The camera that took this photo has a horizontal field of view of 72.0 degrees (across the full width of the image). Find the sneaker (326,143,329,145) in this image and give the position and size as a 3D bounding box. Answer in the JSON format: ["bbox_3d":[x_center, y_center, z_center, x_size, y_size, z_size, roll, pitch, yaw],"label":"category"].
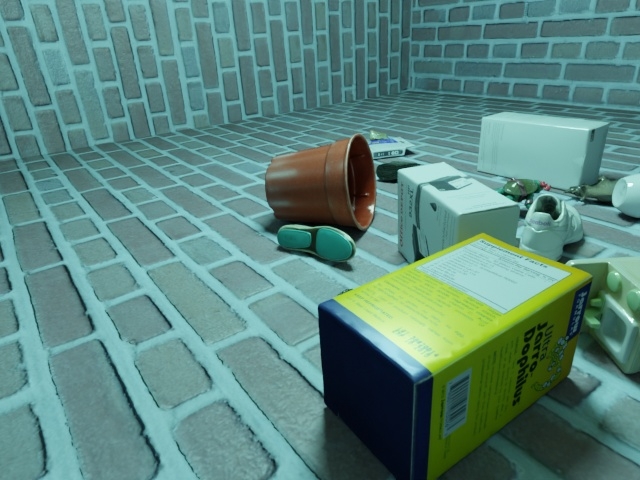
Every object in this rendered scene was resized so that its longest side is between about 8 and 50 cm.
[{"bbox_3d":[0.076,-0.311,1.786,0.110,0.106,0.275,7,25,-24],"label":"sneaker"}]

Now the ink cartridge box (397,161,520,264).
[{"bbox_3d":[0.281,-0.021,0.975,0.129,0.223,0.307,-9,26,-9],"label":"ink cartridge box"}]

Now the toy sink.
[{"bbox_3d":[0.539,0.121,0.728,0.235,0.152,0.131,-2,26,2],"label":"toy sink"}]

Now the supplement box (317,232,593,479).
[{"bbox_3d":[0.199,0.152,0.657,0.357,0.195,0.194,-19,30,-28],"label":"supplement box"}]

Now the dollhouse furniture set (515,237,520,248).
[{"bbox_3d":[0.409,0.025,1.024,0.115,0.081,0.091,1,26,10],"label":"dollhouse furniture set"}]

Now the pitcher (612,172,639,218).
[{"bbox_3d":[0.941,-0.132,1.234,0.207,0.125,0.177,9,37,9],"label":"pitcher"}]

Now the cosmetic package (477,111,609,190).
[{"bbox_3d":[0.771,-0.325,1.563,0.156,0.217,0.385,-22,33,-34],"label":"cosmetic package"}]

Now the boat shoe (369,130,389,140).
[{"bbox_3d":[0.289,-0.513,2.167,0.056,0.048,0.153,-12,1,41],"label":"boat shoe"}]

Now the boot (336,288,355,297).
[{"bbox_3d":[0.099,0.125,0.904,0.121,0.045,0.099,-23,29,-35],"label":"boot"}]

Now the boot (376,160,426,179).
[{"bbox_3d":[0.345,-0.265,1.651,0.247,0.083,0.161,14,25,30],"label":"boot"}]

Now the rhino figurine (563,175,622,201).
[{"bbox_3d":[0.878,-0.154,1.352,0.244,0.073,0.106,0,23,10],"label":"rhino figurine"}]

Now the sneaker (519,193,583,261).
[{"bbox_3d":[0.585,-0.055,1.092,0.114,0.152,0.305,13,29,35],"label":"sneaker"}]

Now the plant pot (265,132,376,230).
[{"bbox_3d":[-0.001,-0.160,1.291,0.265,0.272,0.272,-2,24,24],"label":"plant pot"}]

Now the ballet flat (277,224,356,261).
[{"bbox_3d":[0.000,0.000,1.144,0.249,0.086,0.086,14,31,34],"label":"ballet flat"}]

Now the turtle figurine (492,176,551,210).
[{"bbox_3d":[0.573,-0.127,1.298,0.235,0.118,0.175,-13,27,-6],"label":"turtle figurine"}]

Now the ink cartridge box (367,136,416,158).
[{"bbox_3d":[0.304,-0.427,2.024,0.209,0.045,0.206,-9,25,-8],"label":"ink cartridge box"}]
